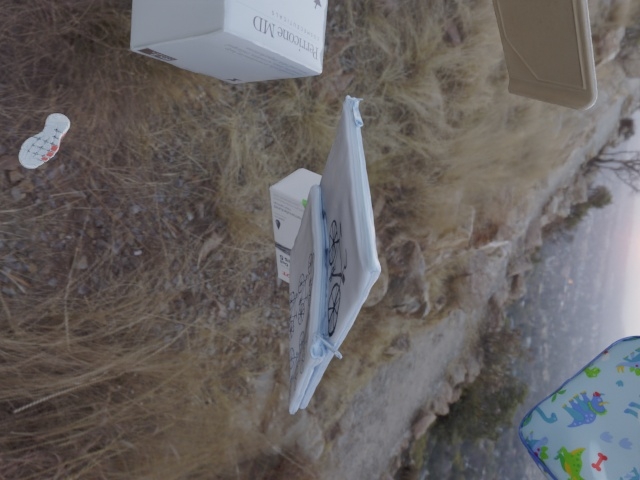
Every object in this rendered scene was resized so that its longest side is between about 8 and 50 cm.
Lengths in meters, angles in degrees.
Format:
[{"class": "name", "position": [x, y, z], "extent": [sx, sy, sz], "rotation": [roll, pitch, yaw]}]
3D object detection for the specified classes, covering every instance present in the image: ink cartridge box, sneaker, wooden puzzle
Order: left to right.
[{"class": "sneaker", "position": [-0.619, -0.214, 1.037], "extent": [0.061, 0.065, 0.158], "rotation": [31, 54, -19]}, {"class": "ink cartridge box", "position": [0.000, 0.000, 1.058], "extent": [0.115, 0.198, 0.273], "rotation": [-39, 142, -38]}, {"class": "wooden puzzle", "position": [0.406, -0.371, 0.831], "extent": [0.044, 0.221, 0.238], "rotation": [-28, 122, -5]}]

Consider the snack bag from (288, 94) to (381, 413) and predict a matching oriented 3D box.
[{"class": "snack bag", "position": [0.001, 0.023, 0.639], "extent": [0.342, 0.037, 0.323], "rotation": [112, -17, -46]}]

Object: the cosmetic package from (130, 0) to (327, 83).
[{"class": "cosmetic package", "position": [-0.092, -0.281, 0.489], "extent": [0.151, 0.151, 0.183], "rotation": [-4, 100, -53]}]

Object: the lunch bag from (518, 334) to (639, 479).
[{"class": "lunch bag", "position": [0.369, 0.237, 0.540], "extent": [0.219, 0.176, 0.090], "rotation": [-41, 124, 2]}]
